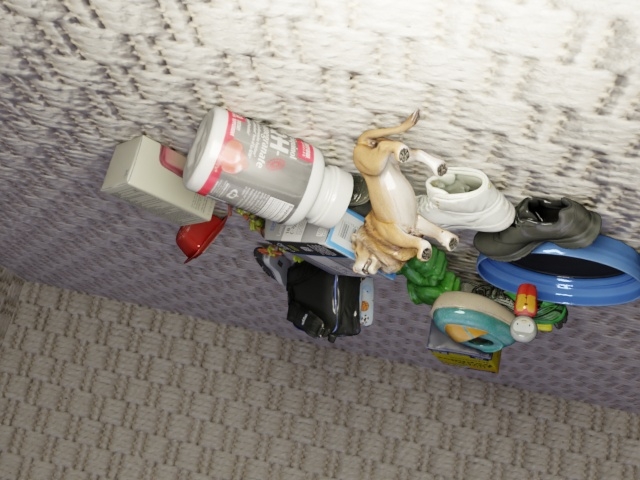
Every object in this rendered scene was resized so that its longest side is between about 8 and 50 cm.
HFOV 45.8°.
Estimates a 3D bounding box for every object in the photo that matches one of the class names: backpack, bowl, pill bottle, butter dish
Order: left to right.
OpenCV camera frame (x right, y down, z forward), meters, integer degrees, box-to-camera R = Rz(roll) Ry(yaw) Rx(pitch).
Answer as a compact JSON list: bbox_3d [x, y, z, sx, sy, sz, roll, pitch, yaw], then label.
[{"bbox_3d":[-0.362,-0.029,2.171,0.118,0.160,0.160,42,157,-10],"label":"butter dish"},{"bbox_3d":[-0.102,-0.133,1.536,0.319,0.176,0.176,20,162,-21],"label":"pill bottle"},{"bbox_3d":[0.020,0.147,2.130,0.213,0.276,0.263,10,171,-37],"label":"backpack"},{"bbox_3d":[0.575,0.064,1.819,0.391,0.077,0.391,13,163,4],"label":"bowl"}]

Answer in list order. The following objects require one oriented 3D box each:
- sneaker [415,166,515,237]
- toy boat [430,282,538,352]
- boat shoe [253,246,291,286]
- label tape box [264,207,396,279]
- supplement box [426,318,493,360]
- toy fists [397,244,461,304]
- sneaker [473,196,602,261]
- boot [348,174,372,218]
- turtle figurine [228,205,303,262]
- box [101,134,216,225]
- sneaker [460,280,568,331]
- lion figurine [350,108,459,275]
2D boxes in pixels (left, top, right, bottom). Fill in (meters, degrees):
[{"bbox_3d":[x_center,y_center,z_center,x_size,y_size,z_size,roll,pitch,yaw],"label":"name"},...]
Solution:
[{"bbox_3d":[0.238,-0.088,1.576,0.292,0.108,0.169,-5,149,35],"label":"sneaker"},{"bbox_3d":[0.436,0.213,1.955,0.267,0.148,0.318,24,153,-23],"label":"toy boat"},{"bbox_3d":[-0.157,0.081,2.439,0.076,0.080,0.228,13,163,22],"label":"boat shoe"},{"bbox_3d":[0.000,0.000,1.830,0.241,0.106,0.334,28,164,-38],"label":"label tape box"},{"bbox_3d":[0.468,0.289,2.380,0.194,0.195,0.356,7,166,19],"label":"supplement box"},{"bbox_3d":[0.292,0.100,2.064,0.142,0.096,0.279,-6,141,29],"label":"toy fists"},{"bbox_3d":[0.435,-0.036,1.596,0.130,0.109,0.286,33,146,-34],"label":"sneaker"},{"bbox_3d":[0.113,-0.073,1.741,0.208,0.076,0.190,33,168,-34],"label":"boot"},{"bbox_3d":[-0.126,-0.015,2.062,0.217,0.087,0.269,29,159,43],"label":"turtle figurine"},{"bbox_3d":[-0.378,-0.138,1.818,0.232,0.126,0.149,27,159,-36],"label":"box"},{"bbox_3d":[0.511,0.153,2.119,0.344,0.134,0.146,3,143,29],"label":"sneaker"},{"bbox_3d":[0.136,-0.091,1.485,0.240,0.142,0.392,28,134,48],"label":"lion figurine"}]
